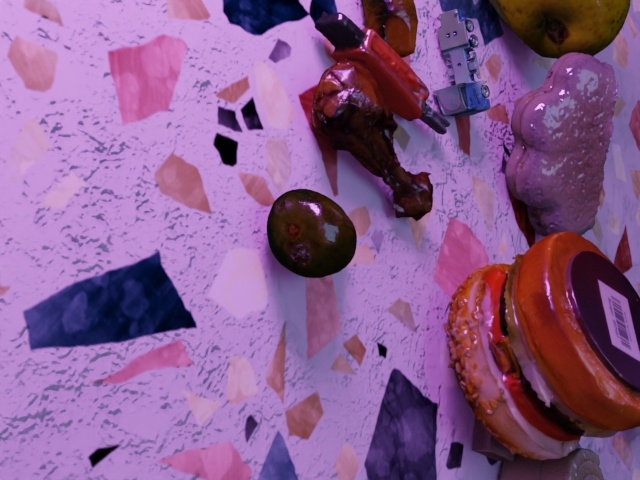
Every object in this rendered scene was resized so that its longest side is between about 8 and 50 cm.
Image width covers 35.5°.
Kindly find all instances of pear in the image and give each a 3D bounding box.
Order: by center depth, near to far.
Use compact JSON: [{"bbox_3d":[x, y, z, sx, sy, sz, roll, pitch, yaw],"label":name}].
[{"bbox_3d":[0.449,-0.483,1.827,0.342,0.238,0.318,12,65,-49],"label":"pear"}]

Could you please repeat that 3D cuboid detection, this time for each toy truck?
[{"bbox_3d":[0.222,-0.290,1.641,0.081,0.067,0.175,-14,93,-50],"label":"toy truck"}]

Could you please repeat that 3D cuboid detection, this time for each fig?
[{"bbox_3d":[0.000,0.000,1.301,0.177,0.117,0.117,33,56,-68],"label":"fig"}]

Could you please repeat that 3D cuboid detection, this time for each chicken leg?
[{"bbox_3d":[0.076,-0.130,1.430,0.113,0.093,0.304,-55,133,-20],"label":"chicken leg"}]

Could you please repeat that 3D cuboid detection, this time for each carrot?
[{"bbox_3d":[0.101,-0.360,1.500,0.082,0.082,0.173,-11,94,-51],"label":"carrot"}]

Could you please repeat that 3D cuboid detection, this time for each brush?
[{"bbox_3d":[0.103,-0.236,1.487,0.323,0.070,0.051,32,63,-43],"label":"brush"}]

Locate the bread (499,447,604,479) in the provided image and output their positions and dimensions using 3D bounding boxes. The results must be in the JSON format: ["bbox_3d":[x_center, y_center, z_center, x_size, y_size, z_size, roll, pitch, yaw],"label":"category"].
[{"bbox_3d":[0.377,0.413,1.629,0.134,0.141,0.148,0,82,-47],"label":"bread"}]

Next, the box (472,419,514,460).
[{"bbox_3d":[0.282,0.307,1.617,0.079,0.035,0.083,31,60,-42],"label":"box"}]

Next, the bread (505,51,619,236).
[{"bbox_3d":[0.416,-0.164,1.779,0.183,0.102,0.337,-3,105,-25],"label":"bread"}]

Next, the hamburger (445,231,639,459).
[{"bbox_3d":[0.355,0.165,1.546,0.330,0.250,0.330,30,42,-31],"label":"hamburger"}]
